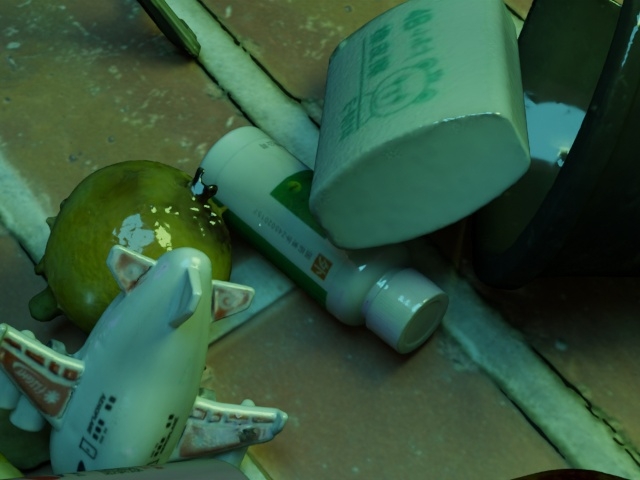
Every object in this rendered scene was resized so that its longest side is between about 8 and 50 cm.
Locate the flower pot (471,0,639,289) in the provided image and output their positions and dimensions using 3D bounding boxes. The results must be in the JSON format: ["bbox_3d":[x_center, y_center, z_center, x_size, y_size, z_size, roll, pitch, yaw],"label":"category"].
[{"bbox_3d":[0.302,-0.095,1.282,0.251,0.379,0.379,19,57,-8],"label":"flower pot"}]

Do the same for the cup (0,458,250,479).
[{"bbox_3d":[-0.182,0.251,1.096,0.288,0.203,0.203,-7,47,-42],"label":"cup"}]

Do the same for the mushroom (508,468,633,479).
[{"bbox_3d":[0.162,0.287,1.103,0.297,0.163,0.278,-21,58,-15],"label":"mushroom"}]

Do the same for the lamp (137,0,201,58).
[{"bbox_3d":[-0.167,-0.354,1.557,0.124,0.203,0.283,4,58,31],"label":"lamp"}]

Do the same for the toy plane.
[{"bbox_3d":[-0.148,0.115,1.223,0.252,0.252,0.118,-12,27,-3],"label":"toy plane"}]

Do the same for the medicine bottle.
[{"bbox_3d":[0.000,0.000,1.357,0.095,0.095,0.260,-39,62,-19],"label":"medicine bottle"}]

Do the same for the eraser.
[{"bbox_3d":[0.089,-0.117,1.341,0.189,0.104,0.290,-20,27,15],"label":"eraser"}]

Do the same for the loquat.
[{"bbox_3d":[-0.171,0.016,1.332,0.204,0.149,0.172,-25,58,6],"label":"loquat"}]

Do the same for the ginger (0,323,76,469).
[{"bbox_3d":[-0.269,0.116,1.297,0.193,0.122,0.115,-8,38,-8],"label":"ginger"}]

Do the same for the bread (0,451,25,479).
[{"bbox_3d":[-0.321,0.260,1.205,0.213,0.104,0.213,0,55,0],"label":"bread"}]
